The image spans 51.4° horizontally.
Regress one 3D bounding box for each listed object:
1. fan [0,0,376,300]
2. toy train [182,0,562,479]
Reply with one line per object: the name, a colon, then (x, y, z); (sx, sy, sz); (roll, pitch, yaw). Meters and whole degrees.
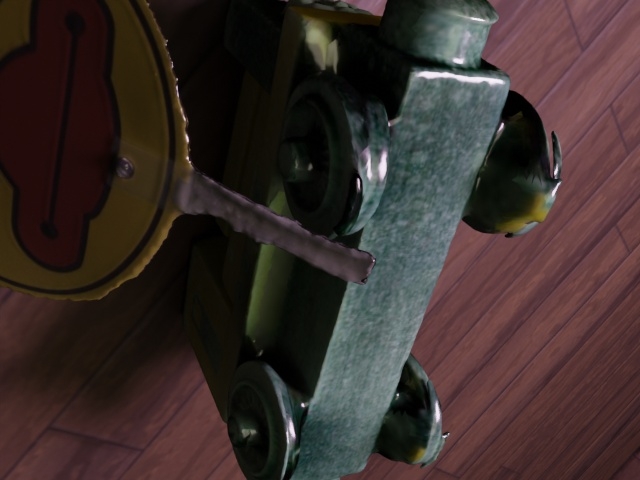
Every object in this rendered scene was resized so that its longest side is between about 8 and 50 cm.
fan: (-0.128, -0.050, 0.343); (0.011, 0.335, 0.229); (-54, 167, -58)
toy train: (0.000, 0.000, 0.489); (0.160, 0.253, 0.397); (-3, 125, -28)
